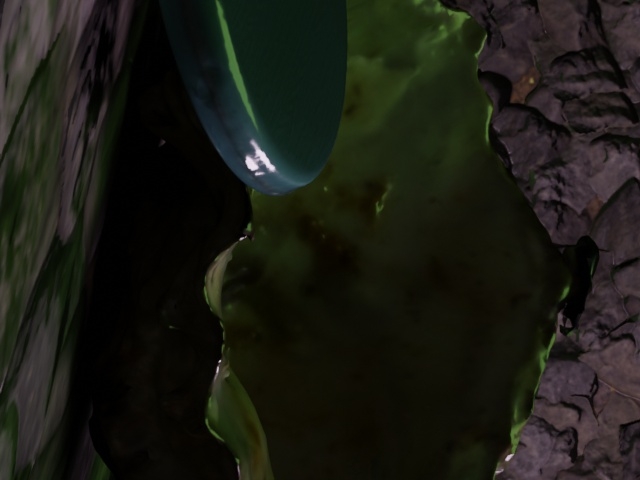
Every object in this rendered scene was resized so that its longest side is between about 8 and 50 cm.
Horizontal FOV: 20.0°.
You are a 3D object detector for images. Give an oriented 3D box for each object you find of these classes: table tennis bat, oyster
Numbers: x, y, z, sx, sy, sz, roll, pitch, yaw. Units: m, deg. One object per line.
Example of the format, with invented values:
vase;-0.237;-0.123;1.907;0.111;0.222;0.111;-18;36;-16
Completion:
table tennis bat;-0.009;-0.096;0.503;0.201;0.033;0.124;-75;154;-53
oyster;0.014;0.069;0.630;0.133;0.198;0.337;1;-77;51
